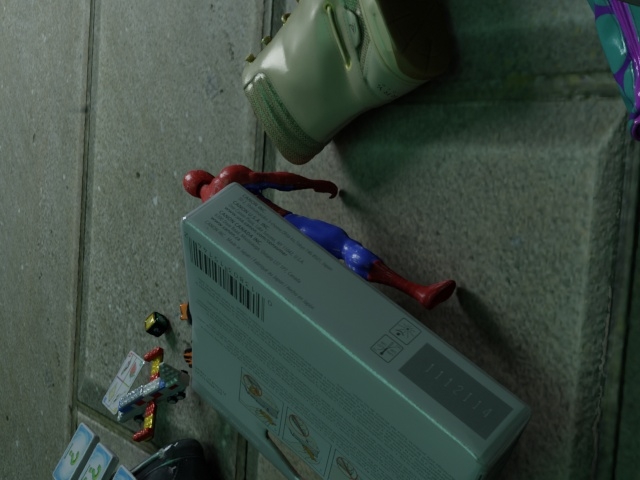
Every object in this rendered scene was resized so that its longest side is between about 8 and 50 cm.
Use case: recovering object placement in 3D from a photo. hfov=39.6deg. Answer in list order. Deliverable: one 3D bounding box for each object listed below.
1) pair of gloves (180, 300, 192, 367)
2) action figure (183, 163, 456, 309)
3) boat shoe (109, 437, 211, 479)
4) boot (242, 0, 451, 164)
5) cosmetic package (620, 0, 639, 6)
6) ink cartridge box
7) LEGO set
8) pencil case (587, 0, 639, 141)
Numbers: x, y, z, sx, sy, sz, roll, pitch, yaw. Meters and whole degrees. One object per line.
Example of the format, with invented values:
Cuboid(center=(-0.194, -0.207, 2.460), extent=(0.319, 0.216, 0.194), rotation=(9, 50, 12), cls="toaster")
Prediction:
Cuboid(center=(-0.142, 0.108, 1.039), extent=(0.074, 0.010, 0.083), rotation=(-16, 75, 51), cls="pair of gloves")
Cuboid(center=(0.000, 0.000, 0.815), extent=(0.280, 0.139, 0.092), rotation=(30, 112, 23), cls="action figure")
Cuboid(center=(-0.237, 0.326, 1.078), extent=(0.306, 0.113, 0.105), rotation=(-41, 53, 40), cls="boat shoe")
Cuboid(center=(0.000, -0.220, 0.801), extent=(0.203, 0.095, 0.262), rotation=(-32, 70, 48), cls="boot")
Cuboid(center=(0.239, -0.223, 0.452), extent=(0.183, 0.151, 0.151), rotation=(-30, 68, 47), cls="cosmetic package")
Cuboid(center=(0.008, 0.129, 0.738), extent=(0.296, 0.066, 0.261), rotation=(38, 147, 23), cls="ink cartridge box")
Cuboid(center=(-0.239, 0.202, 1.047), extent=(0.182, 0.060, 0.244), rotation=(20, 79, 55), cls="LEGO set")
Cuboid(center=(0.202, -0.141, 0.564), extent=(0.064, 0.070, 0.152), rotation=(-33, 66, 46), cls="pencil case")
